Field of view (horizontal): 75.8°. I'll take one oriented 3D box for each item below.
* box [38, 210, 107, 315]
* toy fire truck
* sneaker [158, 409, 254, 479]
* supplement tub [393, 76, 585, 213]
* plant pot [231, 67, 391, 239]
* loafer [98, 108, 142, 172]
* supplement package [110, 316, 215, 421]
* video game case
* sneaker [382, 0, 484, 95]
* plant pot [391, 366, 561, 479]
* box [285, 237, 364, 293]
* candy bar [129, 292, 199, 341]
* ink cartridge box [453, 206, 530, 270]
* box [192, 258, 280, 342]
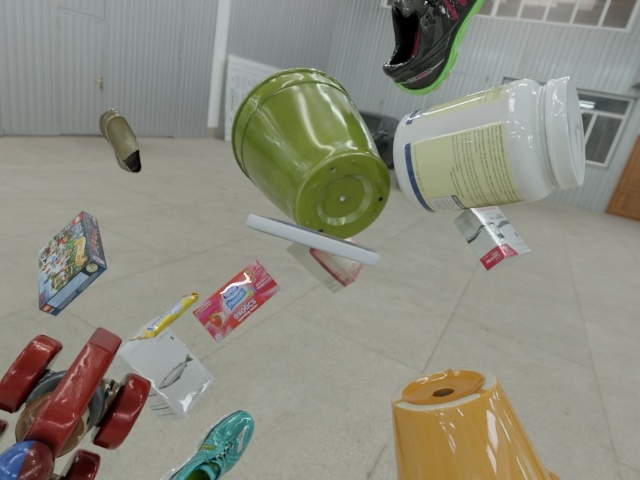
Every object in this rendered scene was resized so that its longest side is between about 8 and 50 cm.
[{"bbox_3d":[-0.599,0.046,0.986,0.233,0.159,0.044,47,0,45],"label":"box"},{"bbox_3d":[-0.338,0.263,0.482,0.169,0.302,0.254,34,-5,-19],"label":"toy fire truck"},{"bbox_3d":[-0.234,0.486,0.890,0.107,0.110,0.275,53,45,-4],"label":"sneaker"},{"bbox_3d":[0.342,-0.187,0.850,0.324,0.236,0.235,-5,5,40],"label":"supplement tub"},{"bbox_3d":[-0.005,-0.192,1.030,0.366,0.367,0.353,1,36,-27],"label":"plant pot"},{"bbox_3d":[-0.388,-0.194,0.819,0.050,0.148,0.056,32,60,20],"label":"loafer"},{"bbox_3d":[-0.325,0.264,0.839,0.105,0.179,0.105,-27,16,42],"label":"supplement package"},{"bbox_3d":[0.000,0.000,0.712,0.212,0.023,0.193,18,3,8],"label":"video game case"},{"bbox_3d":[0.300,-0.634,1.070,0.202,0.483,0.185,5,22,-27],"label":"sneaker"},{"bbox_3d":[0.172,0.264,0.490,0.205,0.188,0.205,-15,-3,-1],"label":"plant pot"},{"bbox_3d":[0.028,0.038,1.393,0.232,0.127,0.149,43,46,-8],"label":"box"},{"bbox_3d":[-0.260,0.130,0.706,0.040,0.018,0.161,-15,15,18],"label":"candy bar"},{"bbox_3d":[0.411,-0.013,0.992,0.109,0.063,0.151,-10,61,-33],"label":"ink cartridge box"},{"bbox_3d":[-0.265,0.190,1.317,0.128,0.257,0.122,50,-13,0],"label":"box"}]
